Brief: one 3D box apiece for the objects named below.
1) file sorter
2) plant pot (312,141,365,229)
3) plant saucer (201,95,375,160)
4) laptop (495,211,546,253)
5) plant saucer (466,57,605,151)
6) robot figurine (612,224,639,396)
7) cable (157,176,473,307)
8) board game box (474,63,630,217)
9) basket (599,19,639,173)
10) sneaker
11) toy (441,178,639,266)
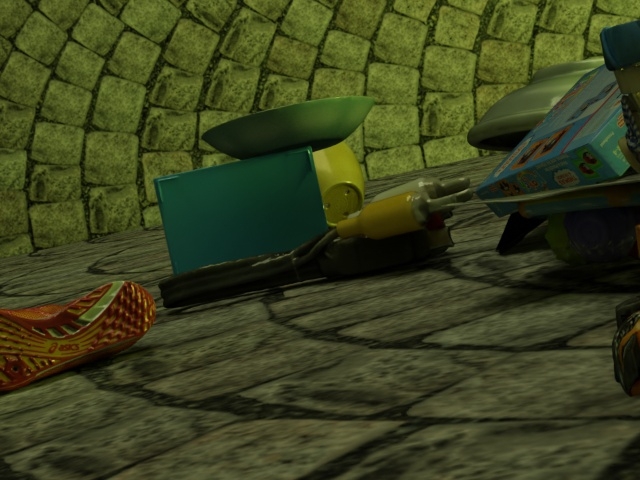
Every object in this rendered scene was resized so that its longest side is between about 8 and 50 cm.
[{"bbox_3d":[-0.086,-0.025,1.301,0.170,0.118,0.104,-12,2,-6],"label":"file sorter"},{"bbox_3d":[0.008,-0.068,1.618,0.134,0.134,0.095,-14,30,-20],"label":"plant pot"},{"bbox_3d":[-0.031,-0.115,1.298,0.195,0.037,0.195,-13,-2,0],"label":"plant saucer"},{"bbox_3d":[0.409,-0.103,1.045,0.408,0.236,0.382,17,28,11],"label":"laptop"},{"bbox_3d":[0.402,-0.188,1.648,0.400,0.101,0.400,-2,-1,0],"label":"plant saucer"},{"bbox_3d":[0.238,-0.002,0.395,0.291,0.085,0.211,-12,4,1],"label":"robot figurine"},{"bbox_3d":[0.000,0.000,1.052,0.287,0.072,0.139,-11,-1,16],"label":"cable"},{"bbox_3d":[0.224,-0.098,0.952,0.160,0.039,0.211,-46,7,-15],"label":"board game box"},{"bbox_3d":[0.242,-0.125,0.586,0.201,0.289,0.255,-4,5,26],"label":"basket"},{"bbox_3d":[-0.200,0.075,0.834,0.175,0.064,0.067,-9,-17,-29],"label":"sneaker"},{"bbox_3d":[0.199,-0.013,0.788,0.137,0.056,0.237,-8,0,36],"label":"toy"}]
